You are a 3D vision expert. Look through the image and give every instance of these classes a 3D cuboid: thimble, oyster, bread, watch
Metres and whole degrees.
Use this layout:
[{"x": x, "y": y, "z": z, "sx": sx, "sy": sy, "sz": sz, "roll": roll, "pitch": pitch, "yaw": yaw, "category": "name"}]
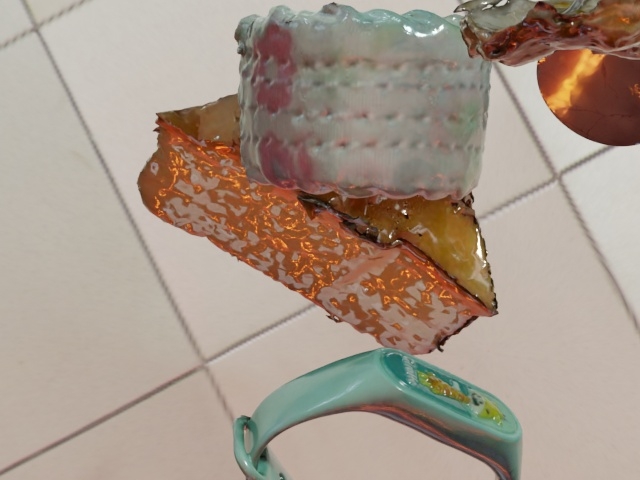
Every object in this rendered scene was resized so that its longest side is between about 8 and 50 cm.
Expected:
[{"x": 0.031, "y": -0.111, "z": 1.101, "sx": 0.211, "sy": 0.185, "sz": 0.149, "roll": 5, "pitch": 98, "yaw": 16, "category": "thimble"}, {"x": 0.236, "y": -0.146, "z": 0.816, "sx": 0.345, "sy": 0.128, "sz": 0.079, "roll": -15, "pitch": 94, "yaw": -25, "category": "oyster"}, {"x": 0.000, "y": 0.000, "z": 1.393, "sx": 0.315, "sy": 0.248, "sz": 0.279, "roll": -14, "pitch": 77, "yaw": -23, "category": "bread"}, {"x": 0.047, "y": 0.179, "z": 1.078, "sx": 0.237, "sy": 0.068, "sz": 0.195, "roll": 26, "pitch": 117, "yaw": -21, "category": "watch"}]

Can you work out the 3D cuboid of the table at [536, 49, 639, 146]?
[{"x": 0.266, "y": -0.151, "z": 1.245, "sx": 0.133, "sy": 0.133, "sz": 0.043, "roll": 31, "pitch": 51, "yaw": 8, "category": "table"}]
